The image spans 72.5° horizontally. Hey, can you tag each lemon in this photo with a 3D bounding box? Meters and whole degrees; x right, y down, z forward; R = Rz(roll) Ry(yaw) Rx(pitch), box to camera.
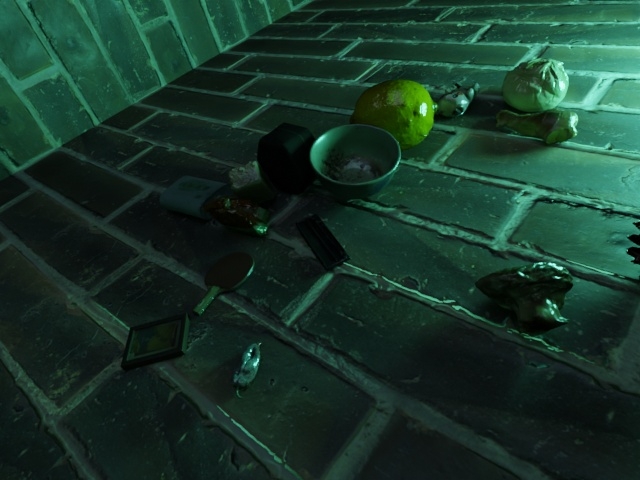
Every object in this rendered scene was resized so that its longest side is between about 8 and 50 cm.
[{"bbox_3d":[0.251,-0.430,1.519,0.283,0.261,0.260,-23,41,-3],"label":"lemon"}]

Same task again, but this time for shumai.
[{"bbox_3d":[0.447,0.125,0.935,0.209,0.161,0.153,0,66,-26],"label":"shumai"}]

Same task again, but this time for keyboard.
[{"bbox_3d":[0.000,0.000,1.307,0.087,0.017,0.250,-25,42,-10],"label":"keyboard"}]

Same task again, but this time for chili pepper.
[{"bbox_3d":[-0.171,0.295,1.023,0.050,0.041,0.153,31,47,-10],"label":"chili pepper"}]

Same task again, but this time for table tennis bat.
[{"bbox_3d":[-0.289,0.122,1.276,0.138,0.022,0.246,10,46,30],"label":"table tennis bat"}]

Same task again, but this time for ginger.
[{"bbox_3d":[0.708,-0.397,1.452,0.131,0.086,0.294,-49,41,-2],"label":"ginger"}]

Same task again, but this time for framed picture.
[{"bbox_3d":[-0.435,0.266,1.161,0.168,0.023,0.128,-15,41,3],"label":"framed picture"}]

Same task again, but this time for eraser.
[{"bbox_3d":[-0.454,-0.162,1.599,0.226,0.081,0.174,14,49,32],"label":"eraser"}]

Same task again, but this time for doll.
[{"bbox_3d":[0.515,-0.531,1.657,0.192,0.095,0.149,-41,40,-22],"label":"doll"}]

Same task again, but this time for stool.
[{"bbox_3d":[-0.102,-0.282,1.509,0.232,0.232,0.141,21,52,36],"label":"stool"}]

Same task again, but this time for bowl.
[{"bbox_3d":[0.111,-0.231,1.407,0.289,0.146,0.289,-3,52,4],"label":"bowl"}]

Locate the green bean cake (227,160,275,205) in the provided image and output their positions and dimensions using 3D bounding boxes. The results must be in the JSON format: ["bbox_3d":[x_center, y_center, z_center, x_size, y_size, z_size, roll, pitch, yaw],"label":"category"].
[{"bbox_3d":[-0.231,-0.188,1.473,0.109,0.179,0.085,-20,74,6],"label":"green bean cake"}]

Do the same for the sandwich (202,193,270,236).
[{"bbox_3d":[-0.261,-0.093,1.399,0.184,0.160,0.109,12,67,40],"label":"sandwich"}]

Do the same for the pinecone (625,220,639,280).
[{"bbox_3d":[0.750,0.004,0.901,0.221,0.221,0.221,-10,41,9],"label":"pinecone"}]

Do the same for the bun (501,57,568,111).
[{"bbox_3d":[0.775,-0.571,1.573,0.229,0.145,0.229,-7,43,7],"label":"bun"}]
